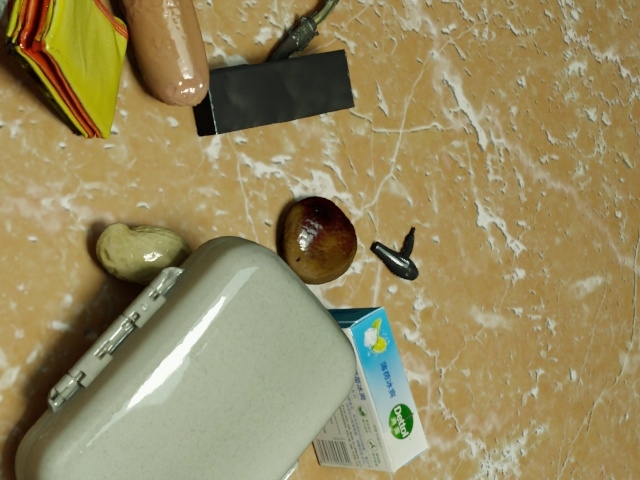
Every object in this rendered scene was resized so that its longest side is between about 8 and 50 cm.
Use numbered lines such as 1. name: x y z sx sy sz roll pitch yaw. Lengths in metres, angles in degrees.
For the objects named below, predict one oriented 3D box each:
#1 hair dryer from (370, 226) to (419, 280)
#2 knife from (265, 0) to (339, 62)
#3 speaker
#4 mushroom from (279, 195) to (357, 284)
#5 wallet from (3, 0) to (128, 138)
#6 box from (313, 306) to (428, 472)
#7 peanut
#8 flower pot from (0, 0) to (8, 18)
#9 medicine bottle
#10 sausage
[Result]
1. hair dryer: 0.109 0.007 1.828 0.079 0.031 0.083 39 48 -23
2. knife: -0.030 -0.263 1.723 0.045 0.021 0.222 45 63 -29
3. speaker: -0.059 -0.187 1.657 0.218 0.044 0.082 -16 99 -36
4. mushroom: 0.000 0.000 1.708 0.123 0.052 0.123 0 90 -43
5. wallet: -0.265 -0.213 1.403 0.241 0.067 0.141 71 26 -71
6. box: 0.039 0.185 1.664 0.073 0.139 0.194 -26 104 -41
7. peanut: -0.176 0.034 1.527 0.187 0.082 0.082 36 63 -35
8. flower pot: -0.407 -0.248 1.286 0.269 0.166 0.269 6 81 -44
9. medicine bottle: -0.138 0.191 1.465 0.375 0.123 0.282 -49 122 -17
10. sausage: -0.196 -0.292 1.532 0.086 0.086 0.289 -26 102 -41
